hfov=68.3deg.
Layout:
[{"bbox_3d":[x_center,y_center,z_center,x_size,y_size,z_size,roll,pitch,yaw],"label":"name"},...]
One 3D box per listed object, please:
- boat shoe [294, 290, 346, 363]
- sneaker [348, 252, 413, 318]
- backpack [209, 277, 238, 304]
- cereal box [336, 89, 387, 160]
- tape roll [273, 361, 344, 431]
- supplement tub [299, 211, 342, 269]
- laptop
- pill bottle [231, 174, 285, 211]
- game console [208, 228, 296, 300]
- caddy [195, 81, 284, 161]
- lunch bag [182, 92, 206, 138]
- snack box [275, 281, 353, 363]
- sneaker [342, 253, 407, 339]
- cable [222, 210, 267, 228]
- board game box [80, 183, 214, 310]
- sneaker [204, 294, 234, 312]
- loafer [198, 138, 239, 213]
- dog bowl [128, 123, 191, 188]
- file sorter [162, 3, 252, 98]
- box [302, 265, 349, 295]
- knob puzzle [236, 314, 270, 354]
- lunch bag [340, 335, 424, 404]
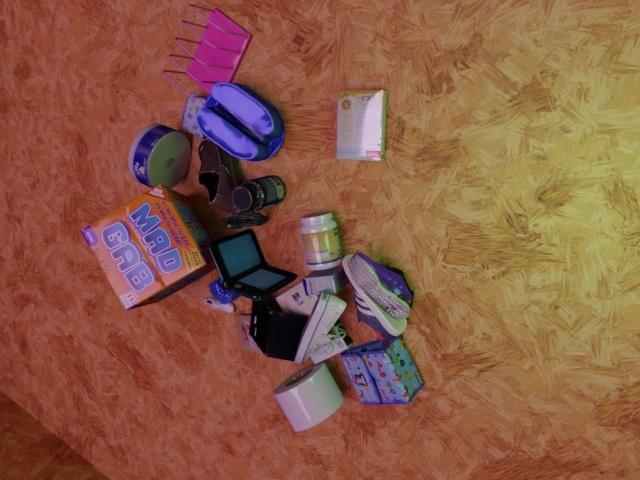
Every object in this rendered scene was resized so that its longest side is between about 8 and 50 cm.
[{"bbox_3d":[0.016,0.357,1.814,0.156,0.136,0.367,21,120,-2],"label":"boat shoe"},{"bbox_3d":[0.227,0.136,1.696,0.293,0.146,0.102,46,138,-10],"label":"sneaker"},{"bbox_3d":[-0.430,0.225,2.097,0.098,0.101,0.120,-27,94,37],"label":"backpack"},{"bbox_3d":[0.143,-0.403,1.654,0.172,0.047,0.240,9,108,26],"label":"cereal box"},{"bbox_3d":[-0.047,0.629,1.920,0.246,0.246,0.169,-30,88,31],"label":"tape roll"},{"bbox_3d":[0.000,0.000,1.782,0.144,0.144,0.200,-5,102,29],"label":"supplement tub"},{"bbox_3d":[-0.182,0.361,1.992,0.264,0.136,0.234,39,128,48],"label":"laptop"},{"bbox_3d":[-0.238,-0.179,1.815,0.122,0.219,0.123,8,107,26],"label":"pill bottle"},{"bbox_3d":[-0.258,0.087,1.855,0.250,0.293,0.174,15,110,23],"label":"game console"},{"bbox_3d":[-0.302,-0.451,1.799,0.341,0.179,0.241,37,103,-1],"label":"caddy"},{"bbox_3d":[-0.488,-0.512,1.930,0.128,0.096,0.151,28,124,19],"label":"lunch bag"},{"bbox_3d":[-0.028,0.327,1.934,0.187,0.060,0.322,-33,87,30],"label":"snack box"},{"bbox_3d":[0.167,0.221,1.770,0.350,0.131,0.148,58,136,11],"label":"sneaker"},{"bbox_3d":[-0.299,-0.090,1.903,0.150,0.184,0.047,-40,55,57],"label":"cable"},{"bbox_3d":[-0.667,0.032,1.947,0.356,0.356,0.357,-30,88,0],"label":"board game box"},{"bbox_3d":[-0.462,0.298,2.155,0.152,0.061,0.054,20,110,21],"label":"sneaker"},{"bbox_3d":[-0.423,-0.278,1.891,0.134,0.130,0.366,-44,58,29],"label":"loafer"},{"bbox_3d":[-0.666,-0.344,1.971,0.104,0.265,0.265,24,113,17],"label":"dog bowl"},{"bbox_3d":[-0.443,-0.712,1.801,0.202,0.182,0.291,41,118,13],"label":"file sorter"},{"bbox_3d":[0.021,0.155,1.824,0.137,0.126,0.072,-7,102,30],"label":"box"},{"bbox_3d":[-0.281,0.417,2.109,0.213,0.030,0.213,7,106,26],"label":"knob puzzle"},{"bbox_3d":[0.215,0.515,1.837,0.293,0.138,0.221,-26,92,43],"label":"lunch bag"}]
